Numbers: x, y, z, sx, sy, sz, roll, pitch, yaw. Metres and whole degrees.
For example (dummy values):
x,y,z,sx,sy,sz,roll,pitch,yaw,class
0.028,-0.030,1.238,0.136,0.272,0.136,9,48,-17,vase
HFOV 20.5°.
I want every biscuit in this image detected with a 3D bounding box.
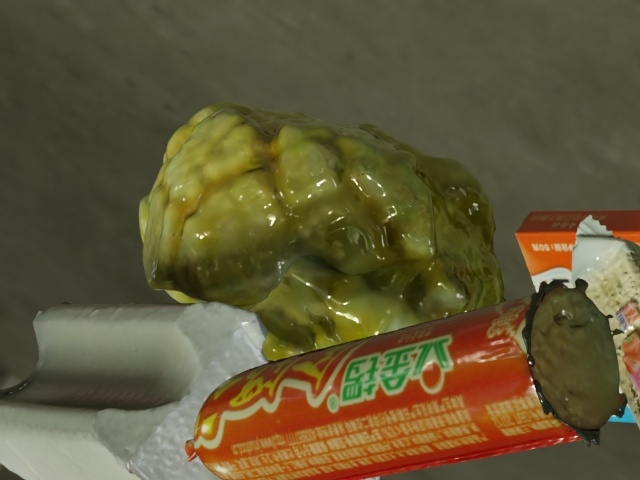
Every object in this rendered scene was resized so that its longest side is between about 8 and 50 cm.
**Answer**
x,y,z,sx,sy,sz,roll,pitch,yaw,class
0.308,0.121,1.427,0.186,0.079,0.309,23,-150,-29,biscuit

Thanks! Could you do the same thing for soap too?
x,y,z,sx,sy,sz,roll,pitch,yaw,class
-0.111,0.178,1.430,0.258,0.159,0.302,46,156,-25,soap

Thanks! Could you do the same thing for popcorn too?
x,y,z,sx,sy,sz,roll,pitch,yaw,class
0.009,-0.007,1.617,0.334,0.292,0.294,36,125,-27,popcorn

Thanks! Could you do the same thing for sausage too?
x,y,z,sx,sy,sz,roll,pitch,yaw,class
0.026,0.087,0.909,0.264,0.083,0.083,-17,135,38,sausage

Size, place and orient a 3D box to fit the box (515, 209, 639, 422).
x,y,z,sx,sy,sz,roll,pitch,yaw,class
0.365,0.085,1.846,0.273,0.048,0.265,-1,126,36,box
